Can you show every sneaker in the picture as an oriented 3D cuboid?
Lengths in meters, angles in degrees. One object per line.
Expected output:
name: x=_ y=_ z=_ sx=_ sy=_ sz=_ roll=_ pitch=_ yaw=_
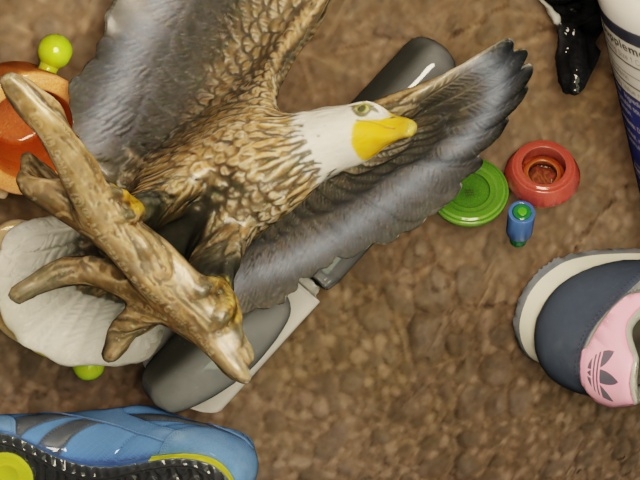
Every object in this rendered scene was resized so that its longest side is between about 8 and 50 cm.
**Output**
sneaker: x=0.299 y=0.050 z=1.270 sx=0.319 sy=0.131 sz=0.112 roll=-16 pitch=116 yaw=-16
sneaker: x=-0.141 y=0.134 z=1.149 sx=0.209 sy=0.082 sz=0.069 roll=4 pitch=113 yaw=8

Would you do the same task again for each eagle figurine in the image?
eagle figurine: x=-0.030 y=-0.058 z=1.021 sx=0.225 sy=0.298 sz=0.226 roll=17 pitch=132 yaw=14

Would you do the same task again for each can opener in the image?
can opener: x=0.000 y=0.000 z=1.156 sx=0.280 sy=0.093 sz=0.074 roll=-49 pitch=119 yaw=-3

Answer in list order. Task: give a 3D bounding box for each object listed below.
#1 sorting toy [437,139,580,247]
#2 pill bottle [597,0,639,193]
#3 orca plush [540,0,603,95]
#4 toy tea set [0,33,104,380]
sorting toy: x=0.120 y=-0.026 z=1.218 sx=0.102 sy=0.061 sz=0.042 roll=-16 pitch=151 yaw=-8
pill bottle: x=0.251 y=-0.126 z=1.144 sx=0.153 sy=0.153 sz=0.265 roll=-27 pitch=128 yaw=-10
orca plush: x=0.101 y=-0.198 z=1.103 sx=0.151 sy=0.102 sz=0.287 roll=-34 pitch=120 yaw=-6
toy tea set: x=-0.204 y=-0.044 z=1.028 sx=0.200 sy=0.124 sz=0.336 roll=-16 pitch=116 yaw=-16
